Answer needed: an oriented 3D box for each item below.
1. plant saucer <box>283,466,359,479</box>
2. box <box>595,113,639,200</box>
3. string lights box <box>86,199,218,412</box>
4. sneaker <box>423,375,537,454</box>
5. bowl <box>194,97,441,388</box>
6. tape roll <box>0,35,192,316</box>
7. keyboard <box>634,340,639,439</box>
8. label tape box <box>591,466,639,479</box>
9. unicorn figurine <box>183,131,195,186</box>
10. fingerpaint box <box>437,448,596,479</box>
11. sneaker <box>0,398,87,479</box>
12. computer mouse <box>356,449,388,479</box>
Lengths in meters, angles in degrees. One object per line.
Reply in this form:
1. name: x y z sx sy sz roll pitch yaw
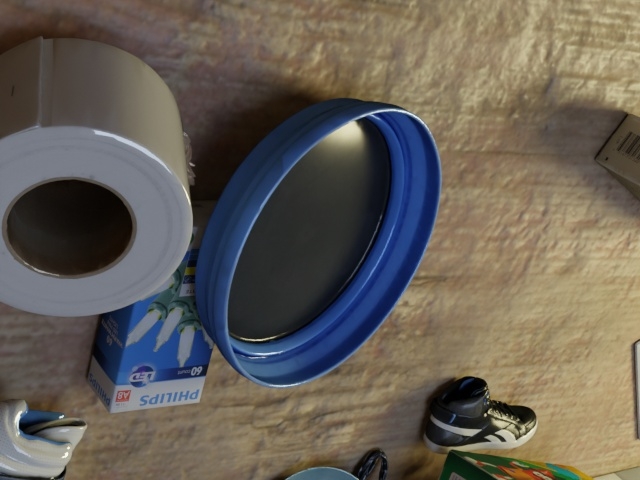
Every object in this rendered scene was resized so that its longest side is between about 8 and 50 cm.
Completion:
1. plant saucer: -0.013 0.434 1.833 0.195 0.037 0.194 -4 101 -19
2. box: 0.557 -0.085 1.879 0.275 0.113 0.094 31 96 -44
3. string lights box: -0.195 0.081 1.485 0.133 0.077 0.259 -2 118 -37
4. sneaker: 0.274 0.272 1.925 0.217 0.079 0.121 -7 122 -30
5. bowl: 0.000 0.000 1.511 0.391 0.077 0.391 -33 139 -34
6. tape roll: -0.259 -0.063 1.237 0.246 0.169 0.246 -6 131 -6
7. keyboard: 0.611 0.266 2.203 0.072 0.014 0.256 -25 128 -14
8. label tape box: 0.490 0.578 2.243 0.348 0.115 0.249 -5 120 -34
9. unicorn figurine: -0.217 -0.102 1.376 0.162 0.060 0.111 -8 108 -48
10. fingerpaint box: 0.294 0.590 1.955 0.371 0.163 0.444 18 96 -45
11. sneaker: -0.361 0.333 1.491 0.236 0.130 0.322 -37 127 -4
12. computer mouse: 0.026 0.430 1.888 0.071 0.041 0.242 40 87 -21
